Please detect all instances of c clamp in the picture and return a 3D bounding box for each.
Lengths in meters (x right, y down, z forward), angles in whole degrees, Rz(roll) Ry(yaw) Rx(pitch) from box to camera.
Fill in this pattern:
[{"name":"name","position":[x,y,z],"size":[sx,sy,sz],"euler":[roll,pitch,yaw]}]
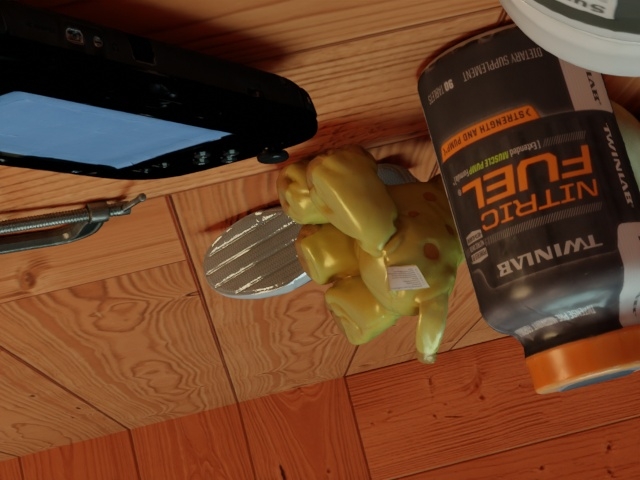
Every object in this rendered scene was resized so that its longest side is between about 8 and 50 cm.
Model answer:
[{"name":"c clamp","position":[-0.231,-0.012,0.962],"size":[0.160,0.022,0.137],"euler":[-11,172,-20]}]

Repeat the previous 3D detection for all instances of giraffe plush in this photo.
[{"name":"giraffe plush","position":[0.091,-0.018,0.970],"size":[0.170,0.181,0.210],"euler":[-29,-155,-23]}]

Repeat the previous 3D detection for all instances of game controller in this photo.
[{"name":"game controller","position":[-0.143,-0.073,0.681],"size":[0.166,0.067,0.319],"euler":[-22,165,31]}]

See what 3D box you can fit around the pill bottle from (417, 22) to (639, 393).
[{"name":"pill bottle","position":[0.160,-0.019,0.838],"size":[0.130,0.246,0.130],"euler":[-14,167,-3]}]

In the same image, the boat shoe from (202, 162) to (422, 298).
[{"name":"boat shoe","position":[0.000,0.000,1.116],"size":[0.226,0.083,0.076],"euler":[-21,165,23]}]

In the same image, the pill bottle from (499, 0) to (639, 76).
[{"name":"pill bottle","position":[0.114,-0.159,0.376],"size":[0.161,0.161,0.283],"euler":[-16,167,7]}]

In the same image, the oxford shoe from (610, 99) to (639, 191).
[{"name":"oxford shoe","position":[0.307,-0.078,1.116],"size":[0.146,0.140,0.397],"euler":[-47,156,9]}]
